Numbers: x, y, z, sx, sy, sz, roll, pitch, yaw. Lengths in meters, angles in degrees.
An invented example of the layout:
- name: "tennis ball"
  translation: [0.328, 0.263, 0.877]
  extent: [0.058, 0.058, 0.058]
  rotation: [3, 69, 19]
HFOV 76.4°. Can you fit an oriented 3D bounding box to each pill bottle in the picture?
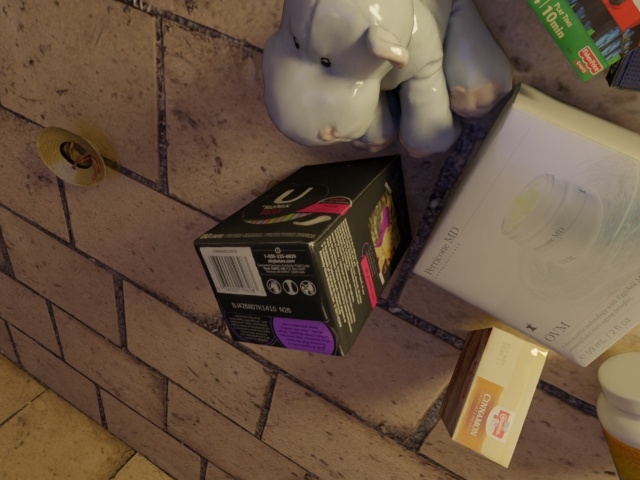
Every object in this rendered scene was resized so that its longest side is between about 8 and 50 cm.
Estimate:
- name: "pill bottle"
  translation: [0.443, 0.256, 0.537]
  extent: [0.117, 0.117, 0.208]
  rotation: [-15, 109, 35]

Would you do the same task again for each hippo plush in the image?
- name: "hippo plush"
  translation: [0.074, -0.186, 0.403]
  extent: [0.234, 0.236, 0.294]
  rotation: [39, 130, 4]

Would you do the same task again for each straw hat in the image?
- name: "straw hat"
  translation: [-0.500, -0.183, 0.847]
  extent: [0.144, 0.061, 0.144]
  rotation: [7, 130, 8]

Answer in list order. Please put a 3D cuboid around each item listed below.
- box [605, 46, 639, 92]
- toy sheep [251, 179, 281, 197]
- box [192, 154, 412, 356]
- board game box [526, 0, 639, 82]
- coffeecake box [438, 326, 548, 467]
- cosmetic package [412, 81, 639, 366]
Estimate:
- name: "box"
  translation: [0.415, -0.210, 0.308]
  extent: [0.270, 0.060, 0.216]
  rotation: [18, 125, 20]
- name: "toy sheep"
  translation: [-0.080, -0.038, 0.681]
  extent: [0.091, 0.091, 0.132]
  rotation: [20, 120, 19]
- name: "box"
  translation: [0.000, 0.000, 0.535]
  extent: [0.165, 0.270, 0.143]
  rotation: [0, 118, 30]
- name: "board game box"
  translation: [0.254, -0.251, 0.294]
  extent: [0.160, 0.039, 0.211]
  rotation: [44, 128, -13]
- name: "coffeecake box"
  translation: [0.224, 0.199, 0.554]
  extent: [0.068, 0.142, 0.185]
  rotation: [22, 171, 16]
- name: "cosmetic package"
  translation: [0.263, -0.019, 0.463]
  extent: [0.225, 0.138, 0.224]
  rotation: [30, 128, 13]
